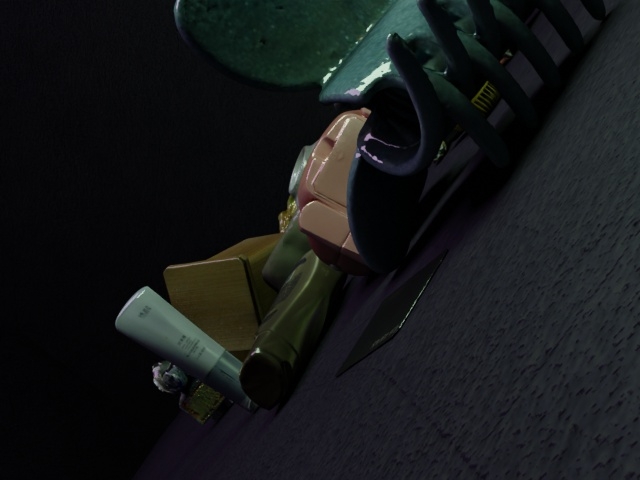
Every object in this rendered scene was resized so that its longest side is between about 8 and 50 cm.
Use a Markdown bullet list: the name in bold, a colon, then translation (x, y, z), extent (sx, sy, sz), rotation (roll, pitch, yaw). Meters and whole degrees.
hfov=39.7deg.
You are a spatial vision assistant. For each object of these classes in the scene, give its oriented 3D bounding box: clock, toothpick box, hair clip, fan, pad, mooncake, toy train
- **clock**: translation (0.057, -0.067, 1.204), extent (0.227, 0.142, 0.241), rotation (-62, -8, -9)
- **toothpick box**: translation (-0.151, 0.094, 1.832), extent (0.190, 0.187, 0.308), rotation (-10, 10, 25)
- **hair clip**: translation (0.110, -0.197, 0.923), extent (0.238, 0.392, 0.318), rotation (-4, 41, 52)
- **fan**: translation (0.220, -0.189, 1.319), extent (0.082, 0.039, 0.155), rotation (-54, 1, -23)
- **pad**: translation (0.067, 0.073, 0.867), extent (0.112, 0.003, 0.157), rotation (-54, 3, -31)
- **mooncake**: translation (0.000, 0.000, 1.682), extent (0.275, 0.135, 0.275), rotation (-55, 0, 0)
- **toy train**: translation (-0.237, 0.257, 1.878), extent (0.134, 0.177, 0.261), rotation (-52, 1, 32)

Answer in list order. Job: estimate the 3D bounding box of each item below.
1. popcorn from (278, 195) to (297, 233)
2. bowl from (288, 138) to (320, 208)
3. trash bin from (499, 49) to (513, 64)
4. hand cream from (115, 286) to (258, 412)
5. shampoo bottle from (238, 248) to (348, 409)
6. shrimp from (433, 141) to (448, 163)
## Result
- **popcorn**: translation (-0.007, -0.061, 2.252), extent (0.286, 0.174, 0.225), rotation (-52, 9, 30)
- **bowl**: translation (0.014, -0.136, 1.982), extent (0.313, 0.146, 0.313), rotation (-164, 90, -78)
- **trash bin**: translation (0.297, -0.400, 1.613), extent (0.239, 0.184, 0.161), rotation (-40, -6, -39)
- **hand cream**: translation (-0.190, 0.169, 1.343), extent (0.079, 0.255, 0.048), rotation (-55, 0, -21)
- **shampoo bottle**: translation (-0.038, 0.117, 1.258), extent (0.125, 0.084, 0.350), rotation (-54, 2, 22)
- **shrimp**: translation (0.223, -0.205, 1.430), extent (0.166, 0.049, 0.161), rotation (-56, 2, -37)
